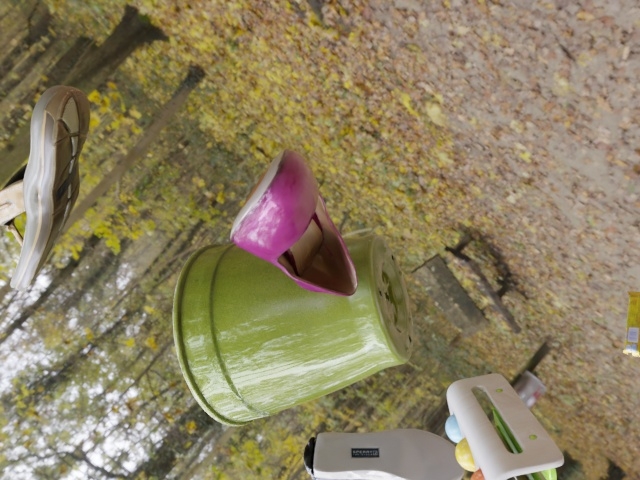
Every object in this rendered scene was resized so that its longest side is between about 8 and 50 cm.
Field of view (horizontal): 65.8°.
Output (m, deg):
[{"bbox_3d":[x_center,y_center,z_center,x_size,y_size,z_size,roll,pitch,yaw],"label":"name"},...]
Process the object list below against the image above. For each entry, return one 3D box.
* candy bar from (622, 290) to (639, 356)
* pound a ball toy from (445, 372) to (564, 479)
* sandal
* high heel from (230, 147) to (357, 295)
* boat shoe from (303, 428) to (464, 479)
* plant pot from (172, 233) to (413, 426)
[{"bbox_3d":[0.694,0.180,1.091,0.040,0.161,0.018,-1,145,39],"label":"candy bar"},{"bbox_3d":[0.304,0.393,0.817,0.319,0.136,0.208,-87,-17,-78],"label":"pound a ball toy"},{"bbox_3d":[-0.212,-0.038,0.365,0.049,0.180,0.072,20,-143,-15],"label":"sandal"},{"bbox_3d":[0.000,0.000,0.613,0.181,0.127,0.377,32,175,0],"label":"high heel"},{"bbox_3d":[0.137,0.508,1.101,0.341,0.127,0.158,3,132,8],"label":"boat shoe"},{"bbox_3d":[-0.021,0.143,0.951,0.366,0.353,0.366,-15,-90,-70],"label":"plant pot"}]
